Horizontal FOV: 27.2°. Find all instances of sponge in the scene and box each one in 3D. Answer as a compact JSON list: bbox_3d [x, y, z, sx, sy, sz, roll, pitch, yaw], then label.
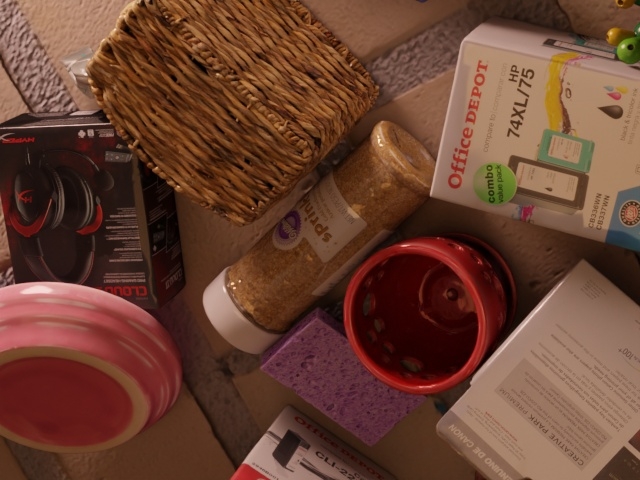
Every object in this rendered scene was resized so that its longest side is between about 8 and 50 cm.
[{"bbox_3d":[0.033,0.187,1.786,0.210,0.031,0.117,38,115,-22],"label":"sponge"}]

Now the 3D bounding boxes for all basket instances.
[{"bbox_3d":[-0.115,-0.192,1.684,0.299,0.223,0.213,43,131,-2],"label":"basket"}]

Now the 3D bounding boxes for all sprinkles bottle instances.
[{"bbox_3d":[0.000,0.000,1.730,0.121,0.121,0.355,46,114,-1],"label":"sprinkles bottle"}]

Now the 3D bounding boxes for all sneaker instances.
[{"bbox_3d":[-0.301,-0.220,1.751,0.054,0.152,0.061,-28,110,-11],"label":"sneaker"}]

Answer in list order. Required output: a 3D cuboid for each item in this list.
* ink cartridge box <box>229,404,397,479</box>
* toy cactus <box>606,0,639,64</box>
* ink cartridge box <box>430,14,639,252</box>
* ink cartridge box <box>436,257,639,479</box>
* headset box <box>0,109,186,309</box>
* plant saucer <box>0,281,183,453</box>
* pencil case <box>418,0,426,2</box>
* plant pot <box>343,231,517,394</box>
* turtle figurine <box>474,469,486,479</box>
[{"bbox_3d":[-0.027,0.361,1.774,0.197,0.273,0.114,34,110,4],"label":"ink cartridge box"},{"bbox_3d":[0.392,-0.281,1.512,0.112,0.219,0.180,-24,137,38],"label":"toy cactus"},{"bbox_3d":[0.293,-0.131,1.554,0.270,0.197,0.198,15,111,13],"label":"ink cartridge box"},{"bbox_3d":[0.337,0.223,1.574,0.309,0.130,0.272,43,94,10],"label":"ink cartridge box"},{"bbox_3d":[-0.315,-0.029,1.822,0.218,0.110,0.293,0,107,16],"label":"headset box"},{"bbox_3d":[-0.359,0.194,1.838,0.332,0.084,0.332,1,137,1],"label":"plant saucer"},{"bbox_3d":[0.024,-0.405,1.588,0.306,0.133,0.119,28,73,6],"label":"pencil case"},{"bbox_3d":[0.146,0.085,1.672,0.191,0.174,0.191,4,100,23],"label":"plant pot"},{"bbox_3d":[0.252,0.362,1.715,0.269,0.217,0.087,-12,104,20],"label":"turtle figurine"}]
